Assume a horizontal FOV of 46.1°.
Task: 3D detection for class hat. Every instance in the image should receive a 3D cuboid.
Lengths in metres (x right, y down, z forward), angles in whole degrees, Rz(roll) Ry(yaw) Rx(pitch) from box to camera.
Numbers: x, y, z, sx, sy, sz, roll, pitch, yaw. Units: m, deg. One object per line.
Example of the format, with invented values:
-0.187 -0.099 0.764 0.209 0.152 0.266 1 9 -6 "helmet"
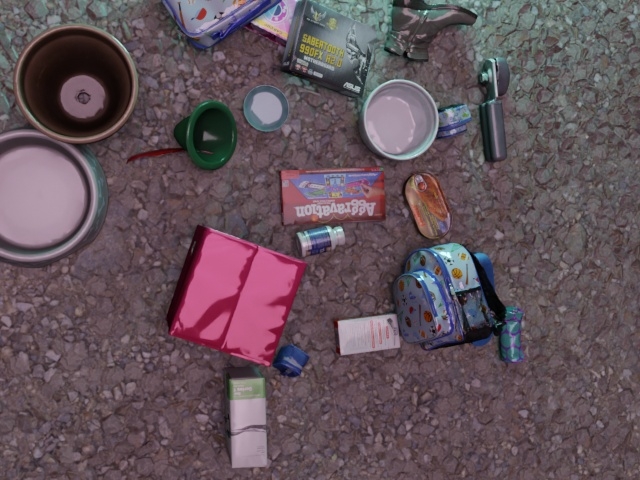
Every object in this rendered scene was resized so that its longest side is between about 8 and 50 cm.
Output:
-0.344 -0.268 1.893 0.208 0.183 0.173 -6 102 -55 "hat"

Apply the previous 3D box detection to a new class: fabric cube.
-0.213 0.125 1.817 0.258 0.254 0.258 20 88 -14 "fabric cube"

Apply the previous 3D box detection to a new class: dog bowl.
-0.681 -0.104 1.774 0.348 0.102 0.349 0 91 -13 "dog bowl"

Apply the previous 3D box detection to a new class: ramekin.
0.196 -0.312 1.980 0.207 0.109 0.207 0 92 -14 "ramekin"

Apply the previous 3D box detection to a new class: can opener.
0.492 -0.361 2.069 0.095 0.076 0.284 -8 94 -13 "can opener"

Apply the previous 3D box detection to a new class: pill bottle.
0.000 0.000 1.959 0.120 0.067 0.067 -13 94 -13 "pill bottle"

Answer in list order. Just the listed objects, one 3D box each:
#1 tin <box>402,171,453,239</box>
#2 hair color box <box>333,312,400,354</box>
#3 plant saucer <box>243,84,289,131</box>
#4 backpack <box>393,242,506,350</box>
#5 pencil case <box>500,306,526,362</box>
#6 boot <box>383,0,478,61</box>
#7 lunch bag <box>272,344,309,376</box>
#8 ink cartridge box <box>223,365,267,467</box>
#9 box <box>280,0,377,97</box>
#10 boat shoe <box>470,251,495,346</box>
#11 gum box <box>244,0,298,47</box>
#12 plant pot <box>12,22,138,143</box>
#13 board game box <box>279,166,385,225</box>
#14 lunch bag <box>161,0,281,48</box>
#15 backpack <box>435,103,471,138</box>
0.290 -0.094 2.045 0.106 0.040 0.190 -24 97 -16 "tin"
0.124 0.248 2.003 0.167 0.053 0.093 -5 91 -12 "hair color box"
-0.141 -0.340 1.941 0.119 0.021 0.120 0 91 -14 "plant saucer"
0.308 0.144 1.948 0.213 0.276 0.264 -2 76 -28 "backpack"
0.536 0.264 2.098 0.070 0.064 0.152 -1 92 11 "pencil case"
0.293 -0.557 2.026 0.246 0.083 0.161 5 100 -12 "boot"
-0.081 0.315 1.934 0.067 0.098 0.065 35 65 -10 "lunch bag"
-0.189 0.437 1.875 0.092 0.160 0.220 -1 91 -12 "ink cartridge box"
0.025 -0.487 1.924 0.230 0.056 0.183 14 90 -33 "box"
0.432 0.156 2.055 0.108 0.089 0.259 -1 101 -21 "boat shoe"
-0.130 -0.580 1.917 0.188 0.062 0.107 24 85 -13 "gum box"
-0.554 -0.341 1.733 0.262 0.229 0.263 0 91 -14 "plant pot"
0.034 -0.117 1.986 0.281 0.027 0.145 -4 93 -14 "board game box"
-0.244 -0.615 1.821 0.303 0.115 0.243 -34 83 1 "lunch bag"
0.349 -0.320 2.014 0.104 0.114 0.084 -21 96 -13 "backpack"
